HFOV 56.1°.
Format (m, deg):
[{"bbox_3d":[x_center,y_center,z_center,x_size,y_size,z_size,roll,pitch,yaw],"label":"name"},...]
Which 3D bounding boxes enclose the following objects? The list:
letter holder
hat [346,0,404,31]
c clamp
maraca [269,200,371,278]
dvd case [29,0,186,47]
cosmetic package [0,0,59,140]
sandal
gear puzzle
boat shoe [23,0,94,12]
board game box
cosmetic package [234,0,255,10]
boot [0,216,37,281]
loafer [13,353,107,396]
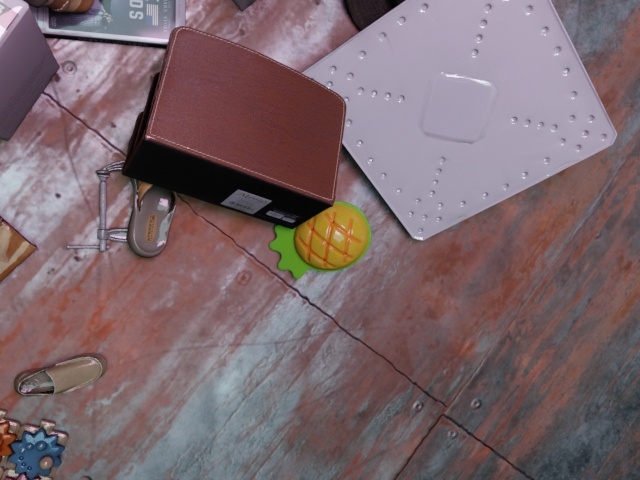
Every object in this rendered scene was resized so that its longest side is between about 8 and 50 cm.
[{"bbox_3d":[-0.129,-0.175,0.964,0.302,0.152,0.214,18,68,-25],"label":"letter holder"},{"bbox_3d":[0.205,-0.440,0.993,0.331,0.134,0.331,-7,134,-8],"label":"hat"},{"bbox_3d":[-0.342,-0.058,1.001,0.137,0.022,0.161,6,93,-19],"label":"c clamp"},{"bbox_3d":[0.000,0.000,1.077,0.185,0.099,0.127,-19,98,13],"label":"maraca"},{"bbox_3d":[-0.337,-0.409,0.960,0.238,0.029,0.179,0,96,-16],"label":"dvd case"},{"bbox_3d":[-0.475,-0.254,0.749,0.217,0.385,0.156,34,86,-17],"label":"cosmetic package"},{"bbox_3d":[-0.274,-0.078,0.987,0.090,0.060,0.219,7,93,-31],"label":"sandal"},{"bbox_3d":[-0.596,0.346,0.958,0.339,0.044,0.175,21,90,-18],"label":"gear puzzle"},{"bbox_3d":[-0.366,-0.494,0.872,0.120,0.122,0.324,-1,107,-58],"label":"boat shoe"},{"bbox_3d":[0.230,-0.230,1.014,0.390,0.050,0.390,-29,116,24],"label":"board game box"},{"bbox_3d":[-0.111,-0.448,0.918,0.085,0.231,0.117,-44,107,-8],"label":"cosmetic package"},{"bbox_3d":[-0.621,0.036,0.890,0.264,0.096,0.280,39,84,-17],"label":"boot"},{"bbox_3d":[-0.429,0.229,0.993,0.148,0.050,0.056,-16,101,-15],"label":"loafer"}]
